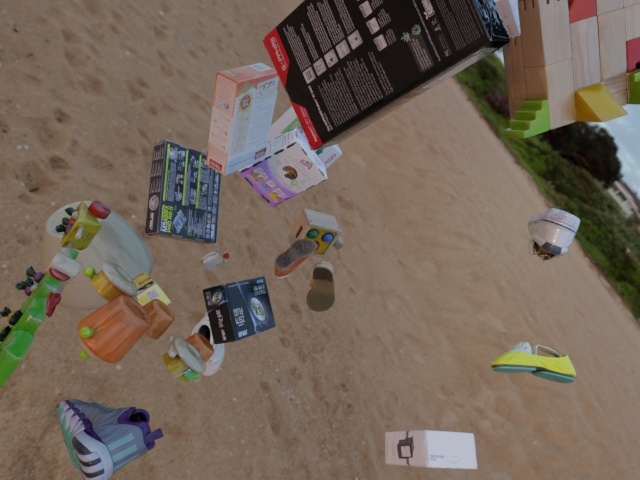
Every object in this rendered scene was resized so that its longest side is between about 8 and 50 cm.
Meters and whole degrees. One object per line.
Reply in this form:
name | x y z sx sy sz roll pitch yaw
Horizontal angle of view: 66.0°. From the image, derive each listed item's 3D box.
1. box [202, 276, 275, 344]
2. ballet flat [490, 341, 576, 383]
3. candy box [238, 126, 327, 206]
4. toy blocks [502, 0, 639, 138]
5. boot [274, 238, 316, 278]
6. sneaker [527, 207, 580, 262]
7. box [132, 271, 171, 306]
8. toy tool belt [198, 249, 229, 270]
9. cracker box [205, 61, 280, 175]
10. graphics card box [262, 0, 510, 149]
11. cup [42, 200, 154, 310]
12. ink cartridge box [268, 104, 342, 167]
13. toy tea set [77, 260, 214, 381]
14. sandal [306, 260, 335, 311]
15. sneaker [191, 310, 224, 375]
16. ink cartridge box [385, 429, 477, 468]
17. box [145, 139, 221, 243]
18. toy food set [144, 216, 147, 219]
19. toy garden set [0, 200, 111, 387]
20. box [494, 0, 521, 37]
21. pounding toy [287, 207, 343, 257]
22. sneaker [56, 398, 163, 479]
box | -0.213 0.182 1.313 0.180 0.078 0.147 -4 81 -61
ballet flat | 0.487 0.276 1.137 0.231 0.077 0.077 13 64 -18
candy box | -0.105 -0.206 1.412 0.165 0.196 0.070 47 27 -42
toy blocks | 0.437 -0.342 0.772 0.191 0.381 0.261 -137 -150 -67
boot | -0.079 0.054 1.475 0.158 0.084 0.059 -33 67 -31
sneaker | 0.473 -0.003 1.040 0.094 0.091 0.258 29 3 22
box | -0.421 0.130 1.161 0.058 0.087 0.232 60 -20 -16
toy tool belt | -0.320 0.051 1.474 0.051 0.083 0.052 32 -36 50
cracker box | -0.182 -0.284 1.153 0.067 0.232 0.156 30 37 18
graphics card box | 0.087 -0.331 0.813 0.094 0.371 0.232 -24 90 -46
cup | -0.725 0.017 1.546 0.331 0.331 0.237 -100 -177 -47
ink cartridge box | -0.060 -0.311 1.612 0.219 0.160 0.092 34 24 -39
toy tea set | -0.333 0.197 0.937 0.336 0.124 0.200 51 -4 -34
sandal | 0.011 0.123 1.498 0.088 0.240 0.079 12 51 4
sneaker | -0.386 0.360 1.637 0.108 0.292 0.169 16 22 6
ink cartridge box | 0.326 0.629 1.484 0.172 0.237 0.100 11 65 -20
box | -0.397 -0.136 1.457 0.216 0.060 0.270 12 78 -52
toy food set | -0.582 -0.085 1.943 0.128 0.218 0.071 -39 118 -37
toy garden set | -0.349 0.061 0.601 0.049 0.204 0.244 35 13 -25
box | 0.457 -0.495 1.138 0.186 0.038 0.145 55 45 -30
pounding toy | 0.001 0.008 1.683 0.206 0.181 0.094 13 35 -30
sneaker | -0.288 0.258 0.668 0.098 0.224 0.083 -17 101 -35
